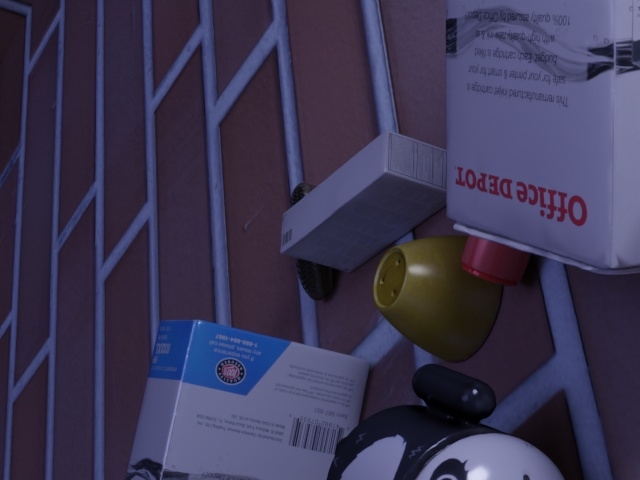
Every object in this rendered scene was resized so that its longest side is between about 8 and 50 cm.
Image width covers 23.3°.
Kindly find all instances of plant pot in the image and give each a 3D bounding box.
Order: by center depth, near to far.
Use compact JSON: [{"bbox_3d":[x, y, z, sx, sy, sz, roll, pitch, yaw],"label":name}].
[{"bbox_3d":[0.110,0.051,1.601,0.134,0.095,0.134,-42,40,49],"label":"plant pot"}]

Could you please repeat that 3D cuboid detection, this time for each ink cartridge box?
[{"bbox_3d":[0.231,-0.192,1.279,0.285,0.166,0.395,-156,63,-66],"label":"ink cartridge box"},{"bbox_3d":[-0.094,0.261,1.746,0.129,0.223,0.308,-6,70,64],"label":"ink cartridge box"}]

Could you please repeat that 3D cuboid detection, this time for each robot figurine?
[{"bbox_3d":[0.107,0.242,1.403,0.173,0.209,0.278,-38,18,-18],"label":"robot figurine"}]

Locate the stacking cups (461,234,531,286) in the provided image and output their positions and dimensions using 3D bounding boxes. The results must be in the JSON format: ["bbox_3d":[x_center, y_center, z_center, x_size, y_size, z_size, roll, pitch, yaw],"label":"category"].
[{"bbox_3d":[0.210,-0.112,1.493,0.096,0.096,0.316,34,106,63],"label":"stacking cups"}]

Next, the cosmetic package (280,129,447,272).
[{"bbox_3d":[0.053,-0.041,1.770,0.239,0.098,0.060,-36,42,52],"label":"cosmetic package"}]

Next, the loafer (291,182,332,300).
[{"bbox_3d":[0.000,0.000,1.913,0.056,0.050,0.148,158,108,-63],"label":"loafer"}]
